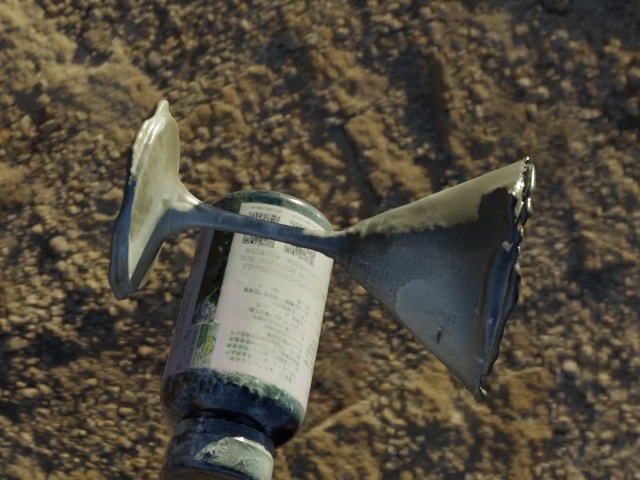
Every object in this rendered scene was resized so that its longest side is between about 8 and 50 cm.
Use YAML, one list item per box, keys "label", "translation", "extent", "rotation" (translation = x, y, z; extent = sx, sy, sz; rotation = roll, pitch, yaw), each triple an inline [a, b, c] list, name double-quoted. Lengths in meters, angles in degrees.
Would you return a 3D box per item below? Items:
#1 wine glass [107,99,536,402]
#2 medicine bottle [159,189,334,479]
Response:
- label: "wine glass"
  translation: [0.000, 0.000, 0.723]
  extent: [0.232, 0.156, 0.156]
  rotation: [12, 77, 4]
- label: "medicine bottle"
  translation: [-0.074, 0.104, 1.173]
  extent: [0.141, 0.141, 0.293]
  rotation: [27, 54, -24]
